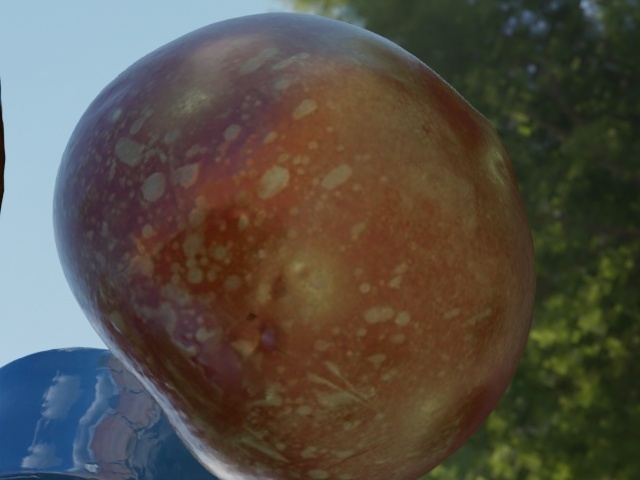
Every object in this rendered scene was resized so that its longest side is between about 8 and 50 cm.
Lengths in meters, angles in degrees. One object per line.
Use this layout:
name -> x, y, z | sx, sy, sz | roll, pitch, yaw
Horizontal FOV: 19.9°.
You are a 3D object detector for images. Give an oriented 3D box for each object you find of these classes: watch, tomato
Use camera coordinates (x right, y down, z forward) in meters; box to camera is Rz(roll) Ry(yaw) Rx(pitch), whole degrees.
watch -> -0.139, 0.233, 1.364 | 0.241, 0.305, 0.275 | -80, 6, -49
tomato -> 0.000, 0.000, 0.981 | 0.222, 0.270, 0.270 | -33, -12, 16

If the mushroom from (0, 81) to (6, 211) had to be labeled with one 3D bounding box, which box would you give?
mushroom -> -0.231, -0.032, 0.499 | 0.331, 0.356, 0.334 | 28, -97, -43
